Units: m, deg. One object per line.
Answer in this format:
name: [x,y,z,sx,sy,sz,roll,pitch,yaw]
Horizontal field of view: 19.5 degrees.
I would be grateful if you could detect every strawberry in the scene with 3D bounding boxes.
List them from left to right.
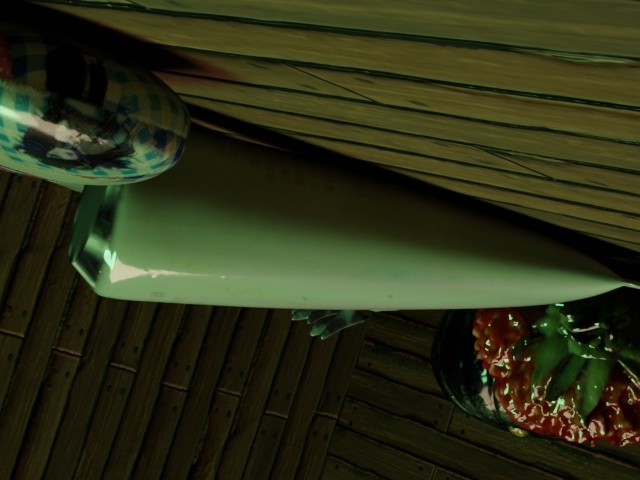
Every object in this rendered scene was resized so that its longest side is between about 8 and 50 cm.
strawberry: [0.202,0.087,1.345,0.188,0.106,0.286,5,-177,5]

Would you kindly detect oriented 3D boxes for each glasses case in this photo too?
glasses case: [-0.170,-0.077,1.031,0.125,0.076,0.327,20,176,-23]

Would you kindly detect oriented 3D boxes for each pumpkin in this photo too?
pumpkin: [0.226,0.127,1.961,0.220,0.162,0.220,13,176,1]

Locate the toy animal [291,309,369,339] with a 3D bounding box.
toy animal: [0.000,0.000,1.720,0.255,0.176,0.239,-20,-159,-27]

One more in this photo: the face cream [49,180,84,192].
face cream: [-0.123,-0.053,1.326,0.269,0.073,0.107,19,172,-41]

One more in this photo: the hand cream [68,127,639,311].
hand cream: [0.019,0.002,1.228,0.359,0.118,0.185,9,178,-15]
